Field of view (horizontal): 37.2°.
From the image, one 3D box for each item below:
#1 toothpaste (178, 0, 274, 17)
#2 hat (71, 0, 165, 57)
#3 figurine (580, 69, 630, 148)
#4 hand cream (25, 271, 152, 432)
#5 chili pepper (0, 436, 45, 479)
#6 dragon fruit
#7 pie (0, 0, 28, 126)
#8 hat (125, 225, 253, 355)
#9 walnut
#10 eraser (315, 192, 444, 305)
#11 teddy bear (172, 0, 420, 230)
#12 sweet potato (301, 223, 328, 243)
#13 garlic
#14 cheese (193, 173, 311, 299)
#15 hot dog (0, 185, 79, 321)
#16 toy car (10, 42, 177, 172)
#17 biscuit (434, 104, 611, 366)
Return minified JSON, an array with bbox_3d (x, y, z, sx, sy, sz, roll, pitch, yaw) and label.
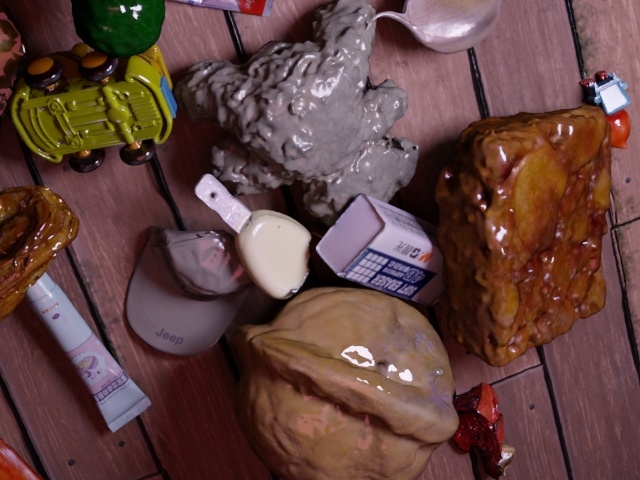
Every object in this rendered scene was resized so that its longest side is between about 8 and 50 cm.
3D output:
[{"bbox_3d":[-0.218,-0.406,1.491,0.301,0.048,0.075,7,123,-13],"label":"toothpaste"},{"bbox_3d":[-0.304,-0.471,1.312,0.285,0.285,0.400,17,93,-17],"label":"hat"},{"bbox_3d":[0.518,-0.229,1.696,0.068,0.075,0.140,-25,109,-4],"label":"figurine"},{"bbox_3d":[-0.411,0.185,1.638,0.085,0.058,0.331,-37,117,-19],"label":"hand cream"},{"bbox_3d":[-0.580,0.471,1.624,0.251,0.229,0.305,-27,100,28],"label":"chili pepper"},{"bbox_3d":[0.313,0.388,1.835,0.122,0.092,0.192,-22,111,-5],"label":"dragon fruit"},{"bbox_3d":[-0.602,-0.267,1.424,0.288,0.103,0.354,18,107,-17],"label":"pie"},{"bbox_3d":[-0.211,0.091,1.611,0.214,0.149,0.244,18,92,-17],"label":"hat"},{"bbox_3d":[0.040,0.257,1.590,0.384,0.383,0.383,-4,108,-11],"label":"walnut"},{"bbox_3d":[0.130,0.022,1.613,0.130,0.086,0.287,-49,144,15],"label":"eraser"},{"bbox_3d":[-0.009,-0.167,1.559,0.357,0.224,0.367,-29,126,-4],"label":"teddy bear"},{"bbox_3d":[-0.001,-0.007,1.672,0.153,0.038,0.041,5,83,-12],"label":"sweet potato"},{"bbox_3d":[0.200,-0.364,1.535,0.148,0.128,0.266,35,59,12],"label":"garlic"},{"bbox_3d":[-0.107,-0.017,1.523,0.255,0.050,0.127,46,71,-33],"label":"cheese"},{"bbox_3d":[-0.509,0.027,1.506,0.259,0.175,0.114,-48,146,3],"label":"hot dog"},{"bbox_3d":[-0.345,-0.222,1.464,0.248,0.142,0.200,-6,137,5],"label":"toy car"},{"bbox_3d":[0.346,-0.019,1.616,0.343,0.166,0.395,-17,113,-38],"label":"biscuit"}]
